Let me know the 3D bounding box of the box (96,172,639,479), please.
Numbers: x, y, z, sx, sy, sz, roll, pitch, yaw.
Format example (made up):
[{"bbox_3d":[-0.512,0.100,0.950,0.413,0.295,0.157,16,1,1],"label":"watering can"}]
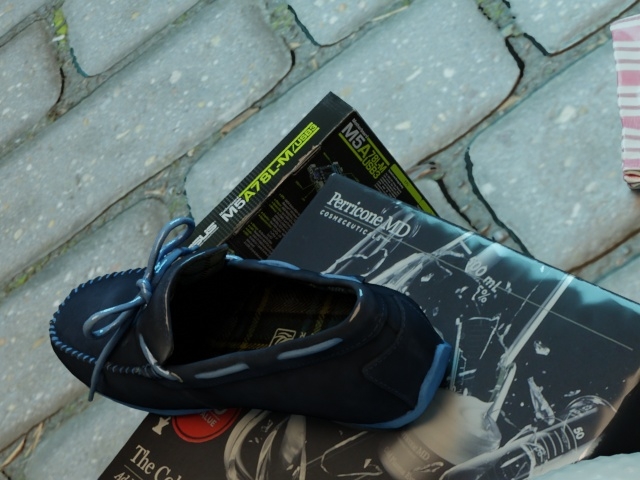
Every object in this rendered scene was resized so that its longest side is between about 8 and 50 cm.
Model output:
[{"bbox_3d":[0.065,0.161,0.960,0.343,0.179,0.312,26,73,45],"label":"box"}]

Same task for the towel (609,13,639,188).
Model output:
[{"bbox_3d":[0.317,-0.137,1.118,0.144,0.029,0.197,-15,50,25],"label":"towel"}]

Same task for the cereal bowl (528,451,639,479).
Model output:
[{"bbox_3d":[0.179,0.270,0.672,0.338,0.141,0.339,-2,73,6],"label":"cereal bowl"}]

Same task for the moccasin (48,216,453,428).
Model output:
[{"bbox_3d":[-0.070,0.046,0.932,0.342,0.117,0.138,-3,55,35],"label":"moccasin"}]

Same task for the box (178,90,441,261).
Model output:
[{"bbox_3d":[0.000,0.000,1.124,0.184,0.191,0.045,-48,44,-4],"label":"box"}]
